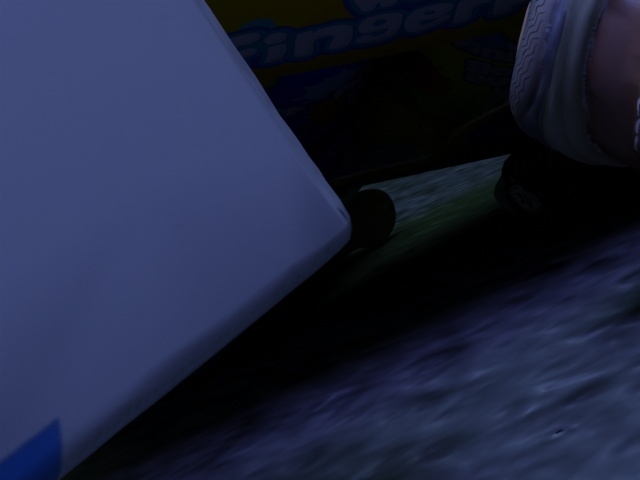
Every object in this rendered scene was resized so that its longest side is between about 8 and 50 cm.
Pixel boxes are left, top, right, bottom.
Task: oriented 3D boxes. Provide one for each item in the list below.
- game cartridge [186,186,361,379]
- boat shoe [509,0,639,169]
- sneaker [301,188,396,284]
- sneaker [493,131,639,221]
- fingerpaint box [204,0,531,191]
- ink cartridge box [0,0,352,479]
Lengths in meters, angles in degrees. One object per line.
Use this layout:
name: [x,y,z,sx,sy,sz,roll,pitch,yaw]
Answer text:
game cartridge: [-0.104,0.007,0.941,0.198,0.062,0.297,-12,22,31]
boat shoe: [0.207,-0.074,0.539,0.116,0.123,0.324,25,31,38]
sneaker: [0.000,0.000,1.006,0.067,0.042,0.118,-15,13,44]
sneaker: [0.133,-0.034,0.726,0.071,0.066,0.188,-42,0,2]
fingerpaint box: [-0.030,-0.136,0.720,0.445,0.163,0.371,-12,-14,-12]
ink cartridge box: [-0.230,0.064,0.426,0.395,0.166,0.285,-31,5,39]
